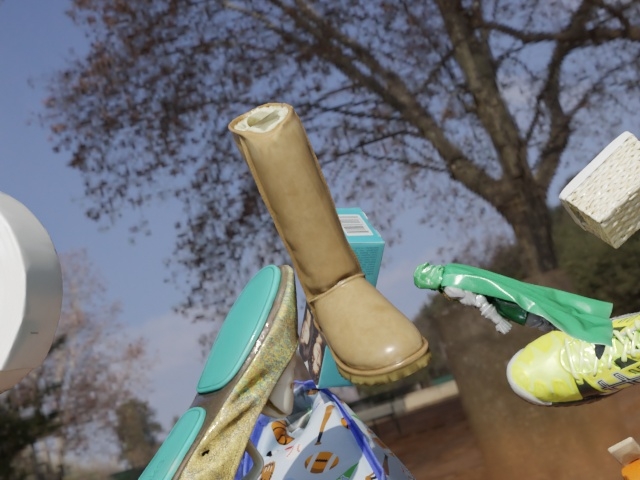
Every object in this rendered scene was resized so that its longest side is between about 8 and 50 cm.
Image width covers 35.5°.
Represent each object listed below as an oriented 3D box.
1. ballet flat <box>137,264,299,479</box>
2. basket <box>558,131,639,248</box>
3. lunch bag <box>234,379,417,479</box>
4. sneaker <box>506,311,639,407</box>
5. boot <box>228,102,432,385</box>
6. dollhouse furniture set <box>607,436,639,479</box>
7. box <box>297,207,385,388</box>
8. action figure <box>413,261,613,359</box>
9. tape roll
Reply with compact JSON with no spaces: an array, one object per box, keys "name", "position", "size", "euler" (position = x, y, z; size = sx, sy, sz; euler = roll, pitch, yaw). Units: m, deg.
[{"name":"ballet flat","position":[-0.093,0.192,1.086],"size":[0.123,0.348,0.123],"euler":[23,-25,11]},{"name":"basket","position":[0.516,-0.082,1.721],"size":[0.167,0.103,0.113],"euler":[-44,-45,4]},{"name":"lunch bag","position":[0.044,0.408,1.445],"size":[0.239,0.327,0.385],"euler":[-34,24,1]},{"name":"sneaker","position":[0.494,0.174,1.647],"size":[0.385,0.145,0.147],"euler":[-15,-27,10]},{"name":"boot","position":[0.000,0.000,1.029],"size":[0.089,0.269,0.236],"euler":[-27,19,-16]},{"name":"dollhouse furniture set","position":[0.535,0.347,1.370],"size":[0.259,0.262,0.135],"euler":[-34,-56,21]},{"name":"box","position":[0.026,0.082,1.413],"size":[0.060,0.100,0.244],"euler":[-2,-59,-21]},{"name":"action figure","position":[0.220,0.073,1.166],"size":[0.232,0.063,0.137],"euler":[19,14,8]},{"name":"tape roll","position":[-0.468,0.065,1.239],"size":[0.286,0.286,0.100],"euler":[-19,-8,10]}]
